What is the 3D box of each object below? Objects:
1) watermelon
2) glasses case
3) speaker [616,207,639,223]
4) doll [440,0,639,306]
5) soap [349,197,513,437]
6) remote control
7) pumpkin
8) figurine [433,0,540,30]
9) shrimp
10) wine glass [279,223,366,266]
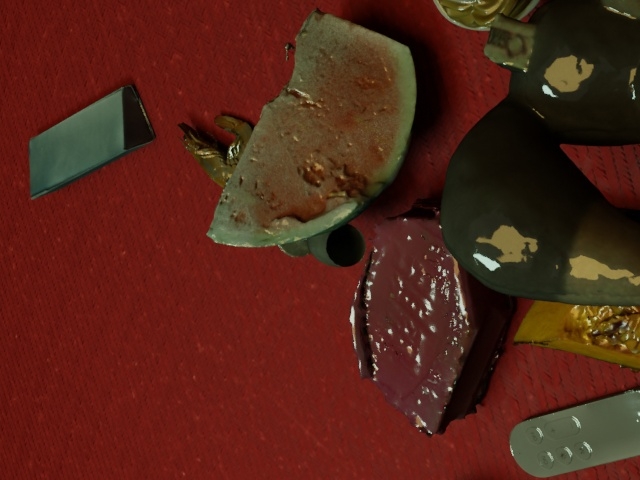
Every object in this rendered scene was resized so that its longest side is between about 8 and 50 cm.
[{"bbox_3d":[-0.012,-0.109,1.696,0.224,0.180,0.305,17,79,60],"label":"watermelon"},{"bbox_3d":[-0.349,-0.143,2.143,0.266,0.056,0.105,-20,68,45],"label":"glasses case"},{"bbox_3d":[0.326,-0.009,1.562,0.191,0.040,0.046,9,115,40],"label":"speaker"},{"bbox_3d":[0.336,-0.087,1.342,0.382,0.252,0.378,23,91,32],"label":"doll"},{"bbox_3d":[0.139,0.072,1.724,0.182,0.112,0.289,34,126,26],"label":"soap"},{"bbox_3d":[0.320,0.227,1.675,0.245,0.022,0.077,-25,91,46],"label":"remote control"},{"bbox_3d":[0.363,0.090,1.539,0.278,0.163,0.111,-11,55,59],"label":"pumpkin"},{"bbox_3d":[0.151,-0.349,1.536,0.194,0.133,0.274,-43,68,20],"label":"figurine"},{"bbox_3d":[-0.139,-0.132,1.945,0.162,0.045,0.095,41,130,26],"label":"shrimp"},{"bbox_3d":[0.000,0.000,1.789,0.198,0.066,0.066,-164,59,-73],"label":"wine glass"}]
